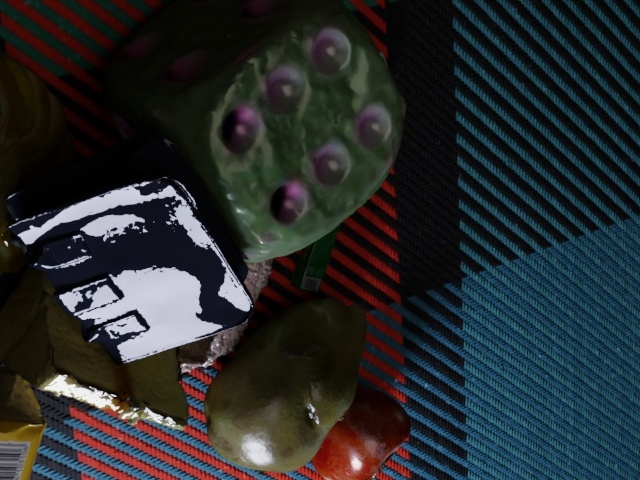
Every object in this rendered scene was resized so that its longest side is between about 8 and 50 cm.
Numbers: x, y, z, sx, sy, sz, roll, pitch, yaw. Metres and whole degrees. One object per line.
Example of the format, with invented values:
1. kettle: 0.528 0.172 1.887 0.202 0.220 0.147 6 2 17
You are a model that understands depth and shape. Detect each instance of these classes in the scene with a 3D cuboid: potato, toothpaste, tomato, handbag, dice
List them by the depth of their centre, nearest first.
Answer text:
1. handbag: -0.259 0.022 1.668 0.269 0.118 0.326 -20 135 6
2. dice: -0.091 -0.182 1.806 0.322 0.330 0.318 -42 127 -16
3. potato: -0.046 0.227 2.081 0.351 0.202 0.218 -50 116 -25
4. toothpaste: 0.000 0.000 2.119 0.043 0.037 0.178 13 100 -33
5. tomato: 0.064 0.345 2.227 0.187 0.151 0.187 -50 169 -14

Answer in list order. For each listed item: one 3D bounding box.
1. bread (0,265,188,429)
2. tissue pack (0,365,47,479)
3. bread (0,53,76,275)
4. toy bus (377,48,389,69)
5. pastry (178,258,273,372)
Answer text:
1. bread: -0.311 0.153 1.840 0.263 0.236 0.198 27 92 -38
2. tissue pack: -0.577 0.364 1.741 0.293 0.228 0.382 12 101 -32
3. bread: -0.467 -0.094 1.691 0.333 0.160 0.333 -15 117 -31
4. toy bus: 0.079 -0.261 2.060 0.075 0.060 0.123 -35 125 -24
5. pastry: -0.158 0.098 2.006 0.112 0.103 0.265 29 88 -43
